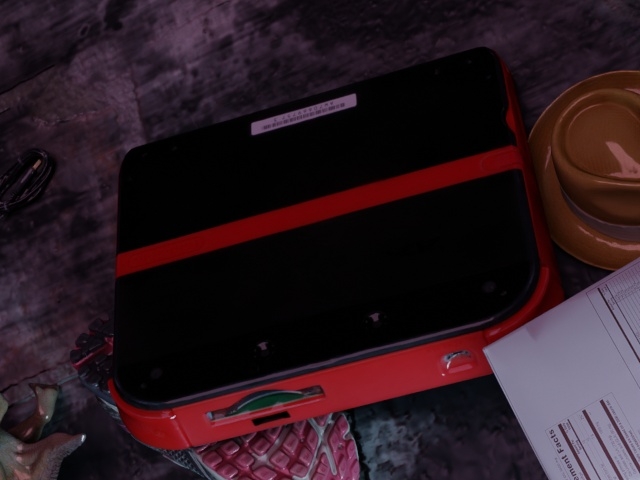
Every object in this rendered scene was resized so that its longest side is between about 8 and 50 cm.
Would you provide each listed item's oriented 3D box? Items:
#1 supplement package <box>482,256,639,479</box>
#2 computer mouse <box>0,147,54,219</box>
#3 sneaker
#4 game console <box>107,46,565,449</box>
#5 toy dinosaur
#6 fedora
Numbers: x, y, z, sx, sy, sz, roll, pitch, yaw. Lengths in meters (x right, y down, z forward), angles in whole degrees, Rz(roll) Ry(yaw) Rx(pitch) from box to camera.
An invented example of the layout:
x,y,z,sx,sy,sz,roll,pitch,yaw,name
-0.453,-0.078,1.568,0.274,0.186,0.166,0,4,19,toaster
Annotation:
x,y,z,sx,sy,sz,roll,pitch,yaw,name
0.265,0.112,1.053,0.203,0.194,0.149,-32,62,12,supplement package
-0.357,0.005,1.473,0.071,0.041,0.242,27,84,31,computer mouse
-0.083,0.156,1.247,0.299,0.112,0.121,27,63,34,sneaker
0.000,0.000,1.231,0.387,0.060,0.342,-15,45,11,game console
-0.350,0.230,1.351,0.296,0.127,0.200,1,80,13,toy dinosaur
0.254,-0.069,1.189,0.194,0.079,0.194,-8,70,22,fedora
